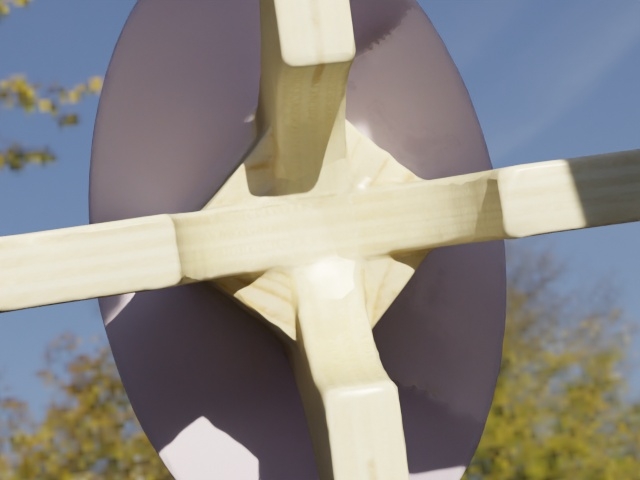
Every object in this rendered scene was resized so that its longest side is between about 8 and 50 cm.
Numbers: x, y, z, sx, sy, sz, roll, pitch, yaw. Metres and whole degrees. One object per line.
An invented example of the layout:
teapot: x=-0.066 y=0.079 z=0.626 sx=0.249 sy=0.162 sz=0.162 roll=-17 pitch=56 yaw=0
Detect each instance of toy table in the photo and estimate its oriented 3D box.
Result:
toy table: x=0.000 y=0.000 z=0.704 sx=0.252 sy=0.274 sz=0.161 roll=-19 pitch=2 yaw=-6
